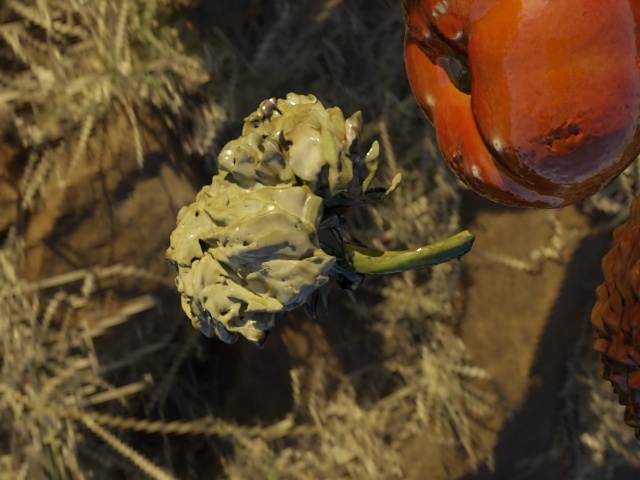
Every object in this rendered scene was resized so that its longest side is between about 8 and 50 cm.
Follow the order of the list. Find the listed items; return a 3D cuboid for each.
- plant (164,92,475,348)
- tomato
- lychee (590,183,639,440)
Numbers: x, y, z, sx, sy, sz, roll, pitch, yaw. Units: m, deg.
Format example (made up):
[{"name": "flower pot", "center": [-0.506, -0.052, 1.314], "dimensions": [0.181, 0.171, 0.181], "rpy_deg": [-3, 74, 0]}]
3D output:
[{"name": "plant", "center": [0.000, 0.000, 0.760], "dimensions": [0.122, 0.104, 0.117], "rpy_deg": [25, 94, -3]}, {"name": "tomato", "center": [0.175, -0.152, 1.426], "dimensions": [0.180, 0.260, 0.260], "rpy_deg": [-15, 123, -17]}, {"name": "lychee", "center": [0.271, 0.040, 0.812], "dimensions": [0.271, 0.271, 0.271], "rpy_deg": [-8, 122, -13]}]
